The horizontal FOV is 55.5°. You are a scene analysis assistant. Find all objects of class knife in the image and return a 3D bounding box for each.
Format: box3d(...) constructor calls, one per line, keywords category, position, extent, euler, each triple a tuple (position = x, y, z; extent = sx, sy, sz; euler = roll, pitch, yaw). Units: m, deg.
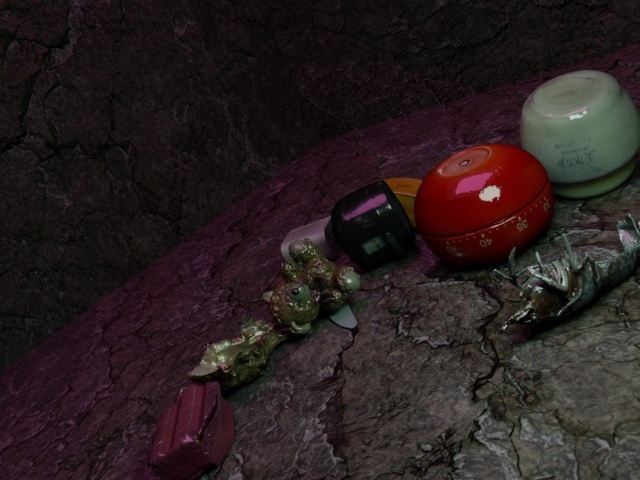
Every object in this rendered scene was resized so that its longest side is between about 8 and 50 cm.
box3d(category="knife", position=(0.054, 0.187, 1.818), extent=(0.080, 0.044, 0.331), euler=(-25, 21, 5))

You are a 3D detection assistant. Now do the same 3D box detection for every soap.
box3d(category="soap", position=(-0.302, 0.444, 1.460), extent=(0.182, 0.112, 0.289), euler=(-27, 18, -2))

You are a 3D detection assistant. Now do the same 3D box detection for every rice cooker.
box3d(category="rice cooker", position=(0.167, -0.045, 1.964), extent=(0.224, 0.267, 0.267), euler=(-31, 16, 14))

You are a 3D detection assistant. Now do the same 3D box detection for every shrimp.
box3d(category="shrimp", position=(0.537, 0.068, 1.296), extent=(0.411, 0.166, 0.221), euler=(-16, -18, -11))

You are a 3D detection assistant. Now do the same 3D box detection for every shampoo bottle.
box3d(category="shampoo bottle", position=(0.730, -0.305, 1.723), extent=(0.323, 0.317, 0.322), euler=(-22, 32, 14))

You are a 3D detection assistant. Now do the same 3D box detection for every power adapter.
box3d(category="power adapter", position=(0.000, 0.000, 2.268), extent=(0.255, 0.124, 0.187), euler=(-19, 20, 24))

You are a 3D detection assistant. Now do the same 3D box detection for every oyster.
box3d(category="oyster", position=(-0.218, 0.307, 1.687), extent=(0.198, 0.133, 0.337), euler=(2, 23, 30))

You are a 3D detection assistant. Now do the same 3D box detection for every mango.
box3d(category="mango", position=(0.314, -0.133, 2.111), extent=(0.350, 0.201, 0.199), euler=(6, 60, 47))

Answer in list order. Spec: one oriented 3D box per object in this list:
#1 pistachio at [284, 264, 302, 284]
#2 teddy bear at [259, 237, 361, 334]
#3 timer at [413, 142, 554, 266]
box3d(category="pistachio", position=(-0.052, 0.146, 1.936), extent=(0.125, 0.124, 0.185), euler=(-14, 30, 34))
box3d(category="teddy bear", position=(-0.044, 0.149, 1.784), extent=(0.256, 0.156, 0.267), euler=(-39, 56, -23))
box3d(category="timer", position=(0.446, -0.104, 1.689), extent=(0.378, 0.279, 0.378), euler=(-24, 21, 10))
